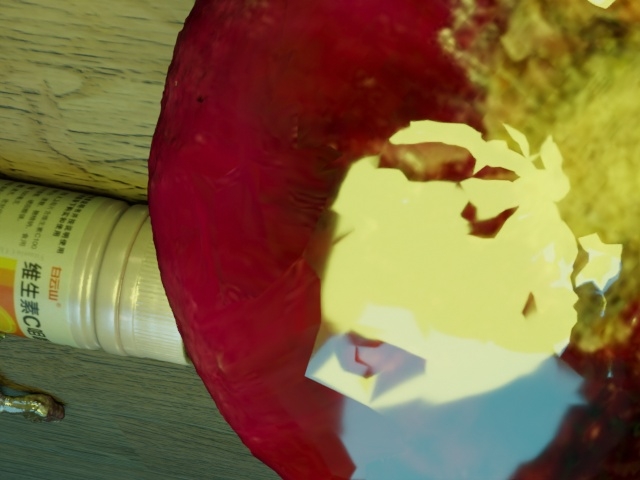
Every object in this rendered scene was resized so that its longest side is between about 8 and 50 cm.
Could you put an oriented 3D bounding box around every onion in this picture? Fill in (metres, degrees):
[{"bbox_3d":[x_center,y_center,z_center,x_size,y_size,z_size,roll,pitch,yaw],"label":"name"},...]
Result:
[{"bbox_3d":[0.095,-0.036,0.503,0.348,0.347,0.385,16,-175,-2],"label":"onion"}]

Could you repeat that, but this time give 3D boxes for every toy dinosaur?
[{"bbox_3d":[-0.450,0.179,1.321,0.200,0.072,0.251,-3,136,9],"label":"toy dinosaur"}]

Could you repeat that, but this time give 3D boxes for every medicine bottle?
[{"bbox_3d":[-0.216,0.023,0.864,0.250,0.133,0.133,10,150,6],"label":"medicine bottle"}]
